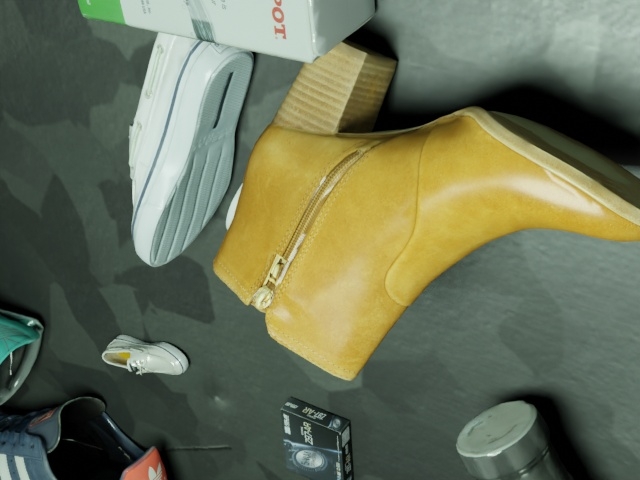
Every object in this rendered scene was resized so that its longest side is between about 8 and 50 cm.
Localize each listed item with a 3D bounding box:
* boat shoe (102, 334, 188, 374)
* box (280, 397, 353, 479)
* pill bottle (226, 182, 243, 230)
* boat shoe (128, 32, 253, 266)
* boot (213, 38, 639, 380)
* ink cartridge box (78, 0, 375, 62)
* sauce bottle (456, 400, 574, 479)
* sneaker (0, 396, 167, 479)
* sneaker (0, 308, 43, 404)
[{"bbox_3d":[-0.178,0.120,1.160,0.100,0.035,0.035,12,128,32],"label":"boat shoe"},{"bbox_3d":[-0.003,0.193,1.091,0.067,0.018,0.083,18,131,26],"label":"box"},{"bbox_3d":[0.000,0.000,0.894,0.137,0.078,0.078,31,136,14],"label":"pill bottle"},{"bbox_3d":[-0.115,-0.083,0.934,0.076,0.083,0.226,41,127,22],"label":"boat shoe"},{"bbox_3d":[0.066,0.005,0.772,0.295,0.104,0.211,30,107,31],"label":"boot"},{"bbox_3d":[-0.073,-0.218,0.776,0.208,0.087,0.153,17,130,29],"label":"ink cartridge box"},{"bbox_3d":[0.215,0.285,0.921,0.111,0.111,0.344,-14,114,44],"label":"sauce bottle"},{"bbox_3d":[-0.312,0.227,1.294,0.350,0.131,0.148,15,123,22],"label":"sneaker"},{"bbox_3d":[-0.390,0.074,1.222,0.178,0.124,0.296,20,140,32],"label":"sneaker"}]
